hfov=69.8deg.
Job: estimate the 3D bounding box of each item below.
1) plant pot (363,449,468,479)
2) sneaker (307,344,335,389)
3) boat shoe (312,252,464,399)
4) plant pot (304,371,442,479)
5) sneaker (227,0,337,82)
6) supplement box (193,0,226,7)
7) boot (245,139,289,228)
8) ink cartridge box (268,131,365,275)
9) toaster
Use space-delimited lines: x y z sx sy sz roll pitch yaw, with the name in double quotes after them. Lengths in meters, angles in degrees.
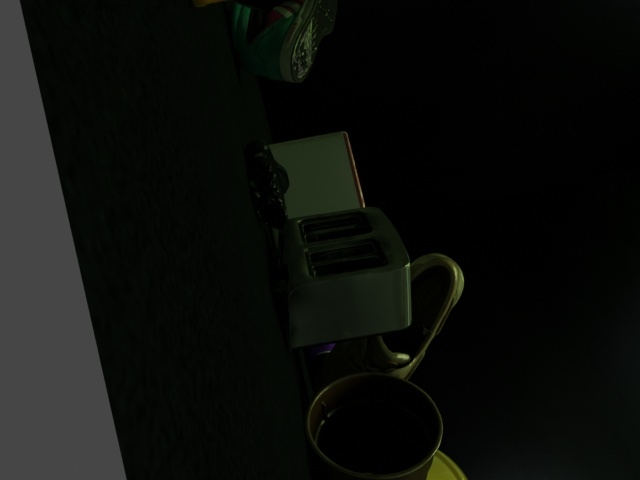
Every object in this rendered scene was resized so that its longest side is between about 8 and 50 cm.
0.140 0.478 0.811 0.239 0.254 0.254 54 18 -53 "plant pot"
0.024 0.300 1.019 0.293 0.102 0.146 72 8 -58 "sneaker"
0.088 0.161 0.691 0.122 0.341 0.110 34 7 14 "boat shoe"
0.067 0.290 0.594 0.167 0.167 0.165 -107 -167 -64 "plant pot"
-0.081 -0.414 0.875 0.124 0.178 0.295 81 25 -53 "sneaker"
-0.055 -0.405 0.392 0.195 0.194 0.356 80 -3 -59 "supplement box"
-0.062 -0.060 0.593 0.121 0.045 0.099 66 7 -63 "boot"
0.000 0.000 0.911 0.384 0.160 0.279 87 -10 -78 "ink cartridge box"
0.032 0.047 0.607 0.168 0.186 0.110 -105 -173 -57 "toaster"
